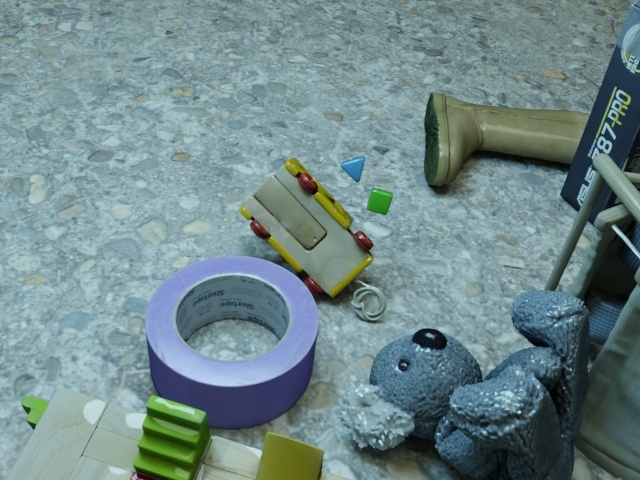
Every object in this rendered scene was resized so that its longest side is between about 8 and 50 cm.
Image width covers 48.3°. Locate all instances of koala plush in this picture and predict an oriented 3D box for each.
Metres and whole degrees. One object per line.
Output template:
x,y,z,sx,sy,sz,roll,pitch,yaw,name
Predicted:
0.142,0.163,0.735,0.221,0.203,0.196,9,35,34,koala plush

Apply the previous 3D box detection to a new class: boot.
0.305,-0.156,1.135,0.269,0.089,0.236,9,43,0,boot

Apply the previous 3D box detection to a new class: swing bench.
0.350,0.089,0.756,0.165,0.253,0.255,7,42,0,swing bench

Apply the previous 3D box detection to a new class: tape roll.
-0.098,0.109,0.803,0.188,0.080,0.189,4,43,-4,tape roll

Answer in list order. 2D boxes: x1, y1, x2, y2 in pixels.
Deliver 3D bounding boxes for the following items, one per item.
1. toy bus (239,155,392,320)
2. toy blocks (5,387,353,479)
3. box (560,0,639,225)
-0.004,-0.012,0.923,0.190,0.202,0.104,3,12,6,toy bus
-0.129,0.289,0.559,0.381,0.191,0.261,15,55,8,toy blocks
0.571,-0.209,1.058,0.394,0.318,0.097,-17,48,-22,box
